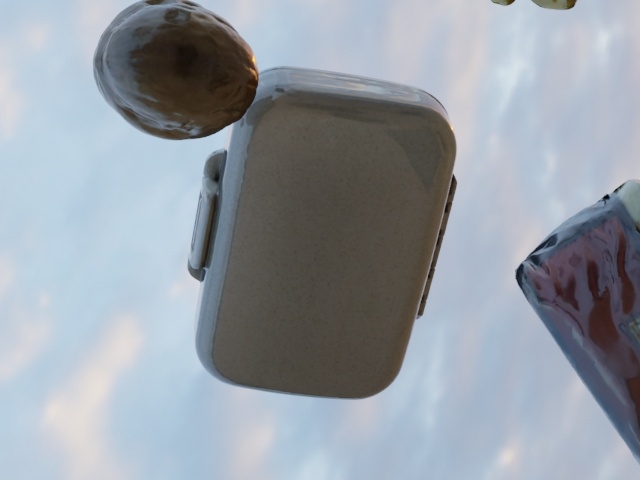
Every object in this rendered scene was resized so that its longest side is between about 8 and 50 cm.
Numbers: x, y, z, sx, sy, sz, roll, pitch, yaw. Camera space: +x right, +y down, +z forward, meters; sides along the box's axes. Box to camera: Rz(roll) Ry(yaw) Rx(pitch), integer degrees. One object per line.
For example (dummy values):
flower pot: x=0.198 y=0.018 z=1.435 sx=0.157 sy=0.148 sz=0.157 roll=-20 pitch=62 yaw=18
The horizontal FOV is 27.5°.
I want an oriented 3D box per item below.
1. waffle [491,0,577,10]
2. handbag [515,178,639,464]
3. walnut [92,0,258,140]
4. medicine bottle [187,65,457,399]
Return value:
waffle: x=0.161 y=-0.307 z=0.800 sx=0.261 sy=0.151 sz=0.324 roll=-7 pitch=-42 yaw=-39
handbag: x=0.303 y=0.072 z=1.124 sx=0.181 sy=0.254 sz=0.181 roll=-36 pitch=-17 yaw=11
walnut: x=-0.140 y=-0.165 z=1.266 sx=0.162 sy=0.140 sz=0.140 roll=-6 pitch=-72 yaw=-29
medicine bottle: x=0.000 y=0.000 z=1.461 sx=0.123 sy=0.282 sz=0.375 roll=-99 pitch=19 yaw=-63
